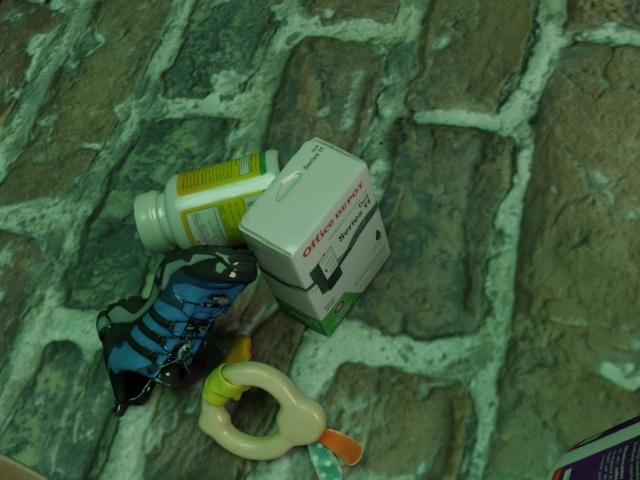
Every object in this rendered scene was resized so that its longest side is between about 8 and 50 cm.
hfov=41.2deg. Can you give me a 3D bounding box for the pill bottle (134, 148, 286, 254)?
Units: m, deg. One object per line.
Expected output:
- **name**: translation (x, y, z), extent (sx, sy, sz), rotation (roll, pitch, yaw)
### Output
- **pill bottle**: translation (-0.143, -0.046, 1.174), extent (0.208, 0.118, 0.118), rotation (-14, 56, 6)

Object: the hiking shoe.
- **hiking shoe**: translation (-0.166, 0.107, 1.038), extent (0.304, 0.113, 0.132), rotation (-36, 58, 43)

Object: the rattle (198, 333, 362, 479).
- **rattle**: translation (-0.039, 0.204, 1.039), extent (0.199, 0.143, 0.130), rotation (13, 94, 6)

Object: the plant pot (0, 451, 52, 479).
- **plant pot**: translation (-0.362, 0.427, 0.838), extent (0.305, 0.334, 0.334), rotation (-49, 58, -3)

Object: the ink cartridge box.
- **ink cartridge box**: translation (0.000, 0.000, 1.049), extent (0.086, 0.208, 0.153), rotation (28, 69, 28)

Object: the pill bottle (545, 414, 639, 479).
- **pill bottle**: translation (0.338, 0.225, 0.729), extent (0.181, 0.323, 0.182), rotation (7, 62, -14)
